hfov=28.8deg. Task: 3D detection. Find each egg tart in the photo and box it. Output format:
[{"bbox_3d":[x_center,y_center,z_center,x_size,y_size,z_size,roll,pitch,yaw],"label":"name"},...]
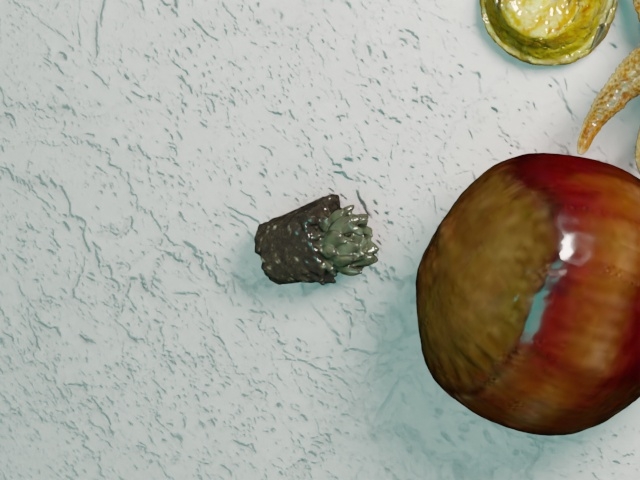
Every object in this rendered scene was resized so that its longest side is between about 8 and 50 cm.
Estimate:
[{"bbox_3d":[0.322,-0.350,1.781,0.212,0.090,0.213,5,107,17],"label":"egg tart"}]

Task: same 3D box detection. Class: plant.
[{"bbox_3d":[0.000,0.000,2.008,0.194,0.132,0.129,-11,107,30],"label":"plant"}]

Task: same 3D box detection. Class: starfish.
[{"bbox_3d":[0.493,-0.252,1.688,0.375,0.094,0.327,-26,87,2],"label":"starfish"}]

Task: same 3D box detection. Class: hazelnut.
[{"bbox_3d":[0.339,0.082,1.785,0.421,0.353,0.421,-1,100,-5],"label":"hazelnut"}]
